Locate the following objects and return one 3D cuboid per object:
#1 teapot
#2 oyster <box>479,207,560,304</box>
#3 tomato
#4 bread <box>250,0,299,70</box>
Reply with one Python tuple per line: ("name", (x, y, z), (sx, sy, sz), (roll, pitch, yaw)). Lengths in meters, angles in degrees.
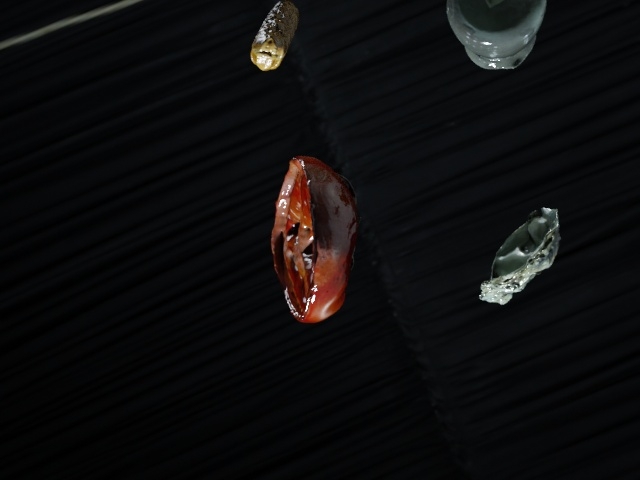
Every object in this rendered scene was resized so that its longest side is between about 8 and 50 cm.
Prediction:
("teapot", (0.394, -0.544, 1.895), (0.305, 0.223, 0.285), (35, -179, 18))
("oyster", (0.371, 0.040, 1.465), (0.199, 0.087, 0.252), (-72, 5, -68))
("tomato", (0.003, 0.000, 1.085), (0.228, 0.101, 0.228), (-178, 90, -75))
("bread", (-0.059, -0.276, 1.050), (0.044, 0.052, 0.157), (31, -145, -13))
